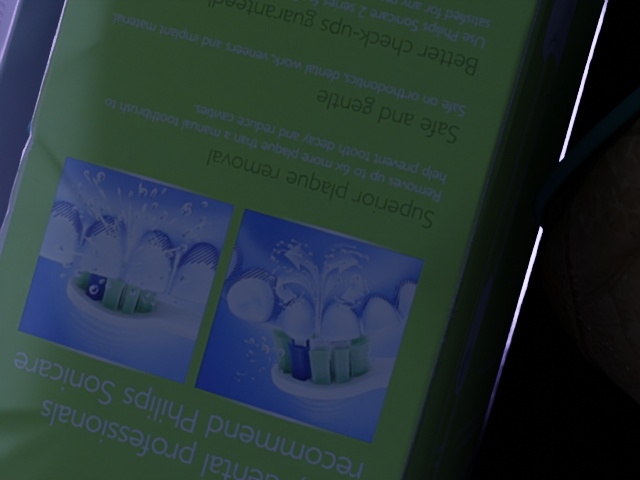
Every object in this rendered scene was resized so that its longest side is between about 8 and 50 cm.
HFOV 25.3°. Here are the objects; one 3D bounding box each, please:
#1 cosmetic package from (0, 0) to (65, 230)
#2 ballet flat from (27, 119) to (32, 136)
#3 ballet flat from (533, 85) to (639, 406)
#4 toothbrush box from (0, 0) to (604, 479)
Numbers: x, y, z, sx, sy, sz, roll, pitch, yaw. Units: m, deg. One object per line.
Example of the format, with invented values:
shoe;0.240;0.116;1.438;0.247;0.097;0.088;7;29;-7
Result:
cosmetic package;-0.225;-0.181;1.050;0.284;0.097;0.377;-67;29;12
ballet flat;-0.067;-0.098;0.755;0.248;0.086;0.086;-47;39;33
ballet flat;0.170;-0.057;0.286;0.342;0.116;0.124;-53;54;37
toothbrush box;0.000;0.000;0.434;0.206;0.122;0.283;3;-79;-78
